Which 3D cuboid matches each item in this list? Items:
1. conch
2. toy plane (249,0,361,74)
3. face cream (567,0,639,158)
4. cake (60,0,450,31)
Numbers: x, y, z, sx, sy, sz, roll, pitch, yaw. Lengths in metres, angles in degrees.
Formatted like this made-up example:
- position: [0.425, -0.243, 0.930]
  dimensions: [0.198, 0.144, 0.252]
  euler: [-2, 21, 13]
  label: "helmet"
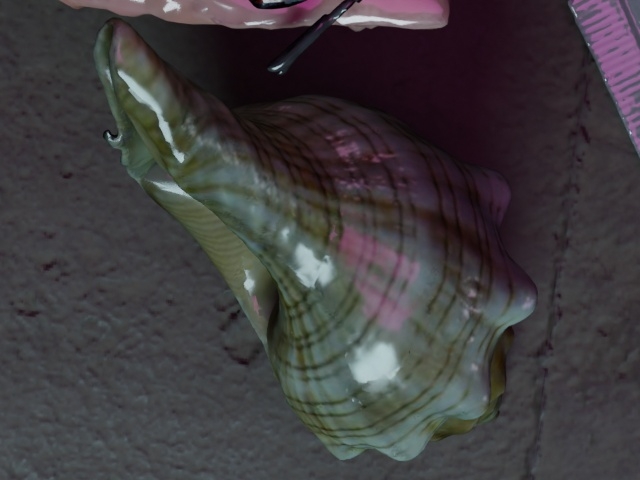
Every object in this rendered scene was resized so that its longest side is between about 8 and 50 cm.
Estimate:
- position: [0.009, -0.009, 0.873]
  dimensions: [0.169, 0.203, 0.386]
  euler: [-49, 129, -26]
  label: "conch"
- position: [0.018, -0.130, 0.645]
  dimensions: [0.145, 0.037, 0.060]
  euler: [-39, 110, 11]
  label: "toy plane"
- position: [0.382, -0.127, 0.929]
  dimensions: [0.420, 0.137, 0.235]
  euler: [-26, 101, 9]
  label: "face cream"
- position: [-0.062, -0.249, 0.777]
  dimensions: [0.314, 0.307, 0.293]
  euler: [2, 105, -4]
  label: "cake"
